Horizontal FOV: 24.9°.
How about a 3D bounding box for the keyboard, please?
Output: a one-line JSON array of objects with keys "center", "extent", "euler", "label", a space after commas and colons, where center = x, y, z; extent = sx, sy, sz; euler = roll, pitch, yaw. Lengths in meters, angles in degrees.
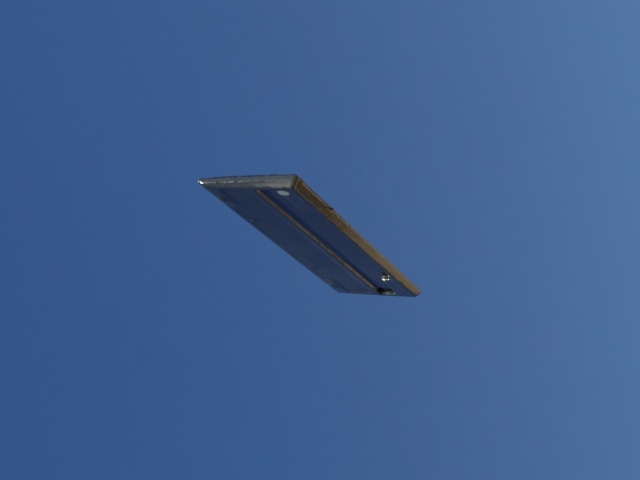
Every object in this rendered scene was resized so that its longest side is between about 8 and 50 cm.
[{"center": [0.000, 0.000, 0.905], "extent": [0.202, 0.067, 0.011], "euler": [40, -125, -58], "label": "keyboard"}]
